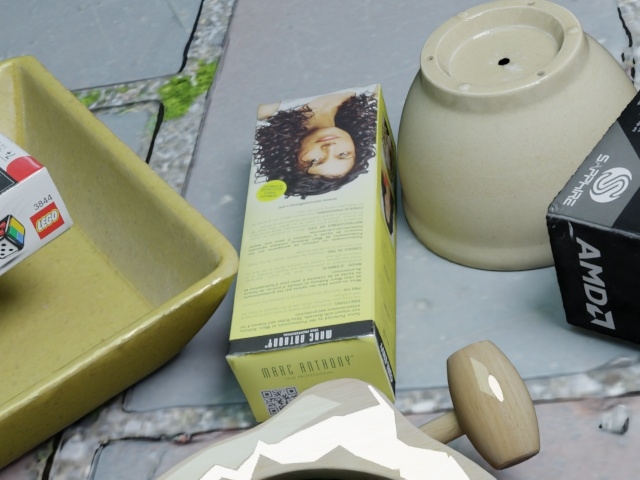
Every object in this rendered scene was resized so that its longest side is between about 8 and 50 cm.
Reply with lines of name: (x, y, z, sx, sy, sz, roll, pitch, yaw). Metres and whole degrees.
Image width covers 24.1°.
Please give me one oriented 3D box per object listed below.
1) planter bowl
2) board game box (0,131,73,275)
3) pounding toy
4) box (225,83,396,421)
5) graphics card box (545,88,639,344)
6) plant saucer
planter bowl: (0.118, -0.076, 0.901, 0.162, 0.109, 0.162, -11, 40, 9)
board game box: (-0.312, -0.032, 0.938, 0.193, 0.053, 0.305, -37, 43, -20)
pounding toy: (0.008, 0.168, 0.686, 0.269, 0.155, 0.154, -27, 67, -17)
box: (0.000, 0.000, 0.900, 0.087, 0.058, 0.232, -10, 41, 11)
graphics card box: (0.330, -0.014, 0.758, 0.371, 0.094, 0.233, 16, 51, 34)
plant saucer: (-0.250, 0.049, 0.924, 0.333, 0.081, 0.333, -32, 41, -15)
